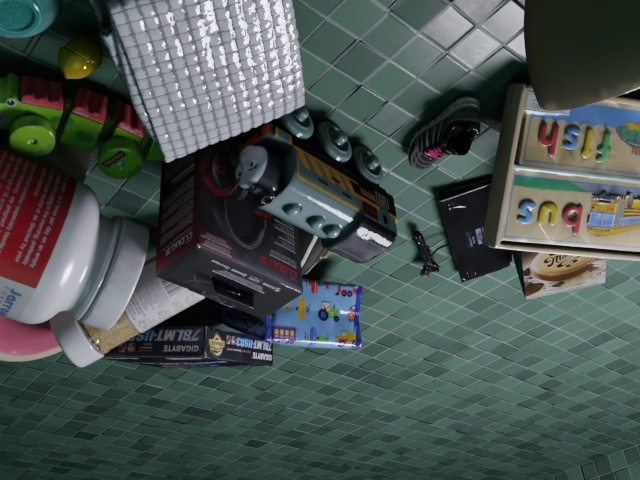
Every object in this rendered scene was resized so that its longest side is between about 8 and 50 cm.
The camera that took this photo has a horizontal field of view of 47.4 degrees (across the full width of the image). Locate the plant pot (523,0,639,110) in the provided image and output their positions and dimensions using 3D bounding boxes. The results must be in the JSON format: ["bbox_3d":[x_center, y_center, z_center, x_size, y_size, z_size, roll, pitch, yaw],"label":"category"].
[{"bbox_3d":[0.374,-0.315,0.917,0.284,0.284,0.191,-23,106,23],"label":"plant pot"}]

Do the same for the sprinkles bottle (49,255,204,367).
[{"bbox_3d":[-0.324,0.103,1.379,0.355,0.121,0.121,-29,144,-6],"label":"sprinkles bottle"}]

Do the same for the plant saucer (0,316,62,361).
[{"bbox_3d":[-0.545,0.121,1.400,0.332,0.084,0.332,-24,145,-18],"label":"plant saucer"}]

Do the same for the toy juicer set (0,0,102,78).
[{"bbox_3d":[-0.386,-0.294,0.955,0.329,0.090,0.209,-19,150,0],"label":"toy juicer set"}]

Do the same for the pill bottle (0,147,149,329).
[{"bbox_3d":[-0.472,-0.016,1.055,0.407,0.229,0.229,24,136,-23],"label":"pill bottle"}]

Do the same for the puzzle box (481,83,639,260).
[{"bbox_3d":[0.485,-0.104,1.229,0.408,0.052,0.272,4,102,-14],"label":"puzzle box"}]

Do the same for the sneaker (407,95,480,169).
[{"bbox_3d":[0.208,-0.165,1.227,0.063,0.075,0.170,18,138,-30],"label":"sneaker"}]

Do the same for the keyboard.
[{"bbox_3d":[0.285,-0.006,1.498,0.201,0.033,0.317,-19,142,7],"label":"keyboard"}]

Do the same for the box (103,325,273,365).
[{"bbox_3d":[-0.297,0.236,1.593,0.295,0.073,0.293,-5,167,22],"label":"box"}]

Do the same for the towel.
[{"bbox_3d":[-0.154,-0.260,0.964,0.235,0.121,0.284,-21,146,-7],"label":"towel"}]

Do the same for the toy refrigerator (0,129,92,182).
[{"bbox_3d":[-0.509,-0.095,1.209,0.269,0.094,0.102,-28,132,27],"label":"toy refrigerator"}]

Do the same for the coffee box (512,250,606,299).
[{"bbox_3d":[0.462,-0.018,1.429,0.168,0.119,0.297,-14,144,11],"label":"coffee box"}]

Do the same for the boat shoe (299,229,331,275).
[{"bbox_3d":[0.000,0.000,1.420,0.068,0.081,0.228,11,139,-16],"label":"boat shoe"}]

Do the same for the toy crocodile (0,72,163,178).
[{"bbox_3d":[-0.362,-0.183,1.089,0.340,0.115,0.105,13,134,-27],"label":"toy crocodile"}]

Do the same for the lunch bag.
[{"bbox_3d":[-0.077,0.168,1.579,0.221,0.138,0.293,9,166,-28],"label":"lunch bag"}]

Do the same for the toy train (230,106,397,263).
[{"bbox_3d":[-0.005,-0.094,1.196,0.142,0.190,0.334,-33,136,32],"label":"toy train"}]

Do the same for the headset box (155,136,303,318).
[{"bbox_3d":[-0.145,-0.023,1.187,0.110,0.293,0.218,-33,136,33],"label":"headset box"}]
